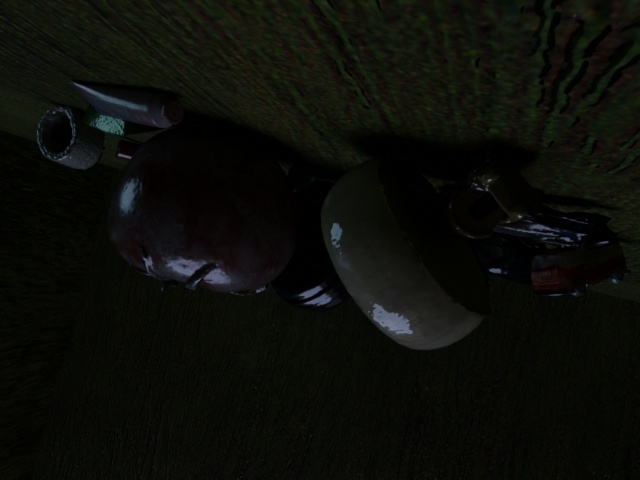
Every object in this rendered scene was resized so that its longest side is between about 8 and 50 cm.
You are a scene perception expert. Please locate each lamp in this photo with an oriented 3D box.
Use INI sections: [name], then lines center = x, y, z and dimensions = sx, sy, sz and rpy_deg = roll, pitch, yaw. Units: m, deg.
[lamp]
center = 0.017, -0.105, 0.859
dimensions = 0.198, 0.050, 0.056
rpy_deg = 13, -179, 30

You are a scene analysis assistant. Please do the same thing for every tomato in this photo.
[tomato]
center = -0.193, -0.040, 0.837
dimensions = 0.316, 0.283, 0.317
rpy_deg = 14, 176, 1

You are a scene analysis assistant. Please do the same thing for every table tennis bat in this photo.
[table tennis bat]
center = -0.344, -0.201, 1.365
dimensions = 0.414, 0.051, 0.268
rpy_deg = 12, -179, -26

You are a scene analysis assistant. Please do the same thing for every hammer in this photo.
[hammer]
center = 0.238, -0.060, 0.591
dimensions = 0.019, 0.036, 0.110
rpy_deg = 16, 172, 45

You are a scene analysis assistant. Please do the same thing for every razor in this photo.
[razor]
center = 0.381, 0.025, 1.044
dimensions = 0.189, 0.107, 0.326
rpy_deg = 14, 180, 36

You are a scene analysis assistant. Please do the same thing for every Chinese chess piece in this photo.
[Chinese chess piece]
center = 0.110, 0.012, 0.621
dimensions = 0.103, 0.250, 0.249
rpy_deg = -36, 152, 26

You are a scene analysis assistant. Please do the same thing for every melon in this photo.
[melon]
center = -0.346, -0.215, 0.851
dimensions = 0.114, 0.053, 0.261
rpy_deg = -8, -162, -38

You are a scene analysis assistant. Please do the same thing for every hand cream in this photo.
[hand cream]
center = -0.268, -0.187, 0.679
dimensions = 0.209, 0.043, 0.067
rpy_deg = 16, 158, 34

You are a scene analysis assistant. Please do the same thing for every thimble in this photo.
[thimble]
center = -0.515, -0.211, 1.022
dimensions = 0.102, 0.115, 0.090
rpy_deg = 17, 179, 14

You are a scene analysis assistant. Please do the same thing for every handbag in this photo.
[handbag]
center = 0.001, 0.001, 0.938
dimensions = 0.093, 0.254, 0.308
rpy_deg = 38, -176, -32

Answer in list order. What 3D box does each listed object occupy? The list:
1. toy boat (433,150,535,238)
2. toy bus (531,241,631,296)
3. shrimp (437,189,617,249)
[toy boat]
center = 0.171, -0.041, 0.556
dimensions = 0.068, 0.088, 0.226
rpy_deg = 51, -177, 2
[toy bus]
center = 0.420, 0.043, 0.807
dimensions = 0.174, 0.077, 0.079
rpy_deg = -10, -179, -28
[shrimp]
center = 0.313, -0.022, 0.736
dimensions = 0.222, 0.054, 0.290
rpy_deg = 17, -178, -34
